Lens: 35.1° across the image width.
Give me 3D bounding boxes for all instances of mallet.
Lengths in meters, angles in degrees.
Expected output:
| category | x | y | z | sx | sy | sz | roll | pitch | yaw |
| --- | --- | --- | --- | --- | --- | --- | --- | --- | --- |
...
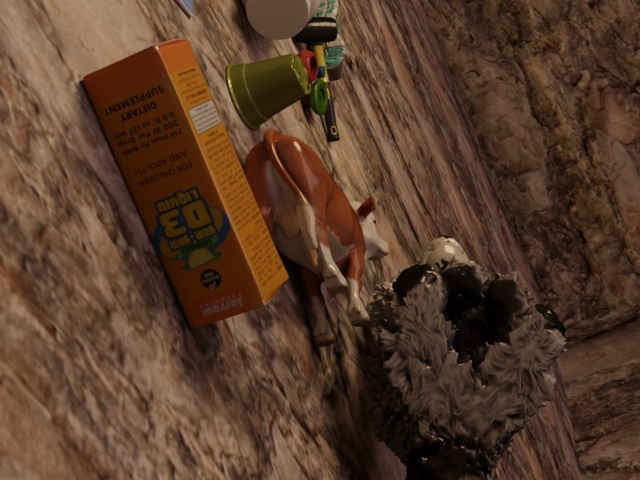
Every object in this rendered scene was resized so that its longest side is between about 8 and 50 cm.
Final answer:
| category | x | y | z | sx | sy | sz | roll | pitch | yaw |
| --- | --- | --- | --- | --- | --- | --- | --- | --- | --- |
| mallet | 0.013 | -0.242 | 1.503 | 0.039 | 0.062 | 0.190 | -20 | -95 | 69 |

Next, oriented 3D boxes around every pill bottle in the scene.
| category | x | y | z | sx | sy | sz | roll | pitch | yaw |
| --- | --- | --- | --- | --- | --- | --- | --- | --- | --- |
| pill bottle | -0.050 | -0.342 | 1.329 | 0.193 | 0.108 | 0.108 | -86 | 152 | -53 |

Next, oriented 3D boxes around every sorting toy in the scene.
| category | x | y | z | sx | sy | sz | roll | pitch | yaw |
| --- | --- | --- | --- | --- | --- | --- | --- | --- | --- |
| sorting toy | -0.021 | -0.225 | 1.426 | 0.061 | 0.042 | 0.102 | -67 | 149 | -45 |

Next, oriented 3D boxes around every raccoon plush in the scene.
| category | x | y | z | sx | sy | sz | roll | pitch | yaw |
| --- | --- | --- | --- | --- | --- | --- | --- | --- | --- |
| raccoon plush | 0.105 | 0.200 | 1.216 | 0.216 | 0.446 | 0.299 | 29 | -13 | -5 |

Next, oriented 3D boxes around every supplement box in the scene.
| category | x | y | z | sx | sy | sz | roll | pitch | yaw |
| --- | --- | --- | --- | --- | --- | --- | --- | --- | --- |
| supplement box | -0.111 | -0.048 | 0.860 | 0.080 | 0.078 | 0.233 | -56 | 125 | -70 |

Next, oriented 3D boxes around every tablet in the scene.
| category | x | y | z | sx | sy | sz | roll | pitch | yaw |
| --- | --- | --- | --- | --- | --- | --- | --- | --- | --- |
| tablet | -0.156 | -0.290 | 1.111 | 0.054 | 0.006 | 0.083 | 48 | 29 | -53 |

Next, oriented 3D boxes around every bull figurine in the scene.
| category | x | y | z | sx | sy | sz | roll | pitch | yaw |
| --- | --- | --- | --- | --- | --- | --- | --- | --- | --- |
| bull figurine | 0.000 | 0.000 | 1.117 | 0.310 | 0.101 | 0.188 | 43 | 33 | -58 |

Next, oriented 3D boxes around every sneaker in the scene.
| category | x | y | z | sx | sy | sz | roll | pitch | yaw |
| --- | --- | --- | --- | --- | --- | --- | --- | --- | --- |
| sneaker | 0.005 | -0.320 | 1.594 | 0.076 | 0.065 | 0.166 | 75 | 8 | -60 |

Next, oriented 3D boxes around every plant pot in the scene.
| category | x | y | z | sx | sy | sz | roll | pitch | yaw |
| --- | --- | --- | --- | --- | --- | --- | --- | --- | --- |
| plant pot | -0.056 | -0.181 | 1.180 | 0.083 | 0.079 | 0.083 | -19 | 90 | -74 |
